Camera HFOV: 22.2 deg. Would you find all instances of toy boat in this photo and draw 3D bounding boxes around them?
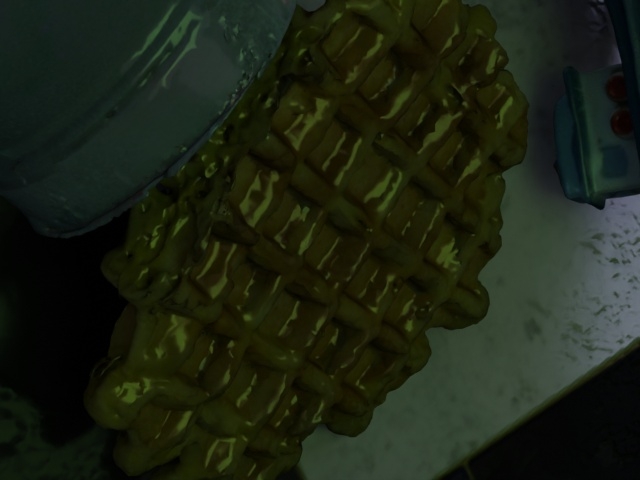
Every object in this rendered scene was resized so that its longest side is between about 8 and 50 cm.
[{"bbox_3d":[0.187,-0.124,1.036,0.109,0.098,0.238,6,75,-69],"label":"toy boat"}]

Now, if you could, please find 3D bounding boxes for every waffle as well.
[{"bbox_3d":[-0.002,-0.002,0.886,0.312,0.060,0.307,-34,135,-29],"label":"waffle"}]

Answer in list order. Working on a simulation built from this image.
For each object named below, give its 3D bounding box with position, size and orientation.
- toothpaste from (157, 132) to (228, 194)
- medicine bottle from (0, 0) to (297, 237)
[{"bbox_3d":[-0.032,-0.066,0.952,0.170,0.028,0.045,-35,112,-21],"label":"toothpaste"},{"bbox_3d":[-0.174,-0.160,0.761,0.290,0.245,0.245,43,72,-28],"label":"medicine bottle"}]
